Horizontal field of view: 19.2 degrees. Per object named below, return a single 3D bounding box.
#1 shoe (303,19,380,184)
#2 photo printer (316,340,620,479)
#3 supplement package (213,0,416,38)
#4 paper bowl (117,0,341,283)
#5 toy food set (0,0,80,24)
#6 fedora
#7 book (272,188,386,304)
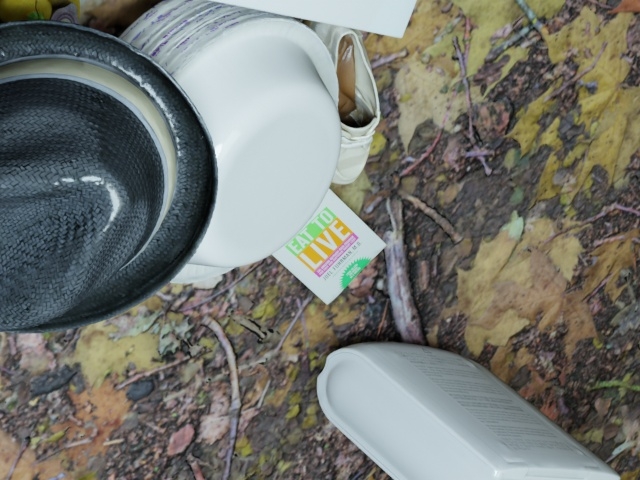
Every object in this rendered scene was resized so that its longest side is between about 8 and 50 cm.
[{"bbox_3d":[0.021,-0.142,1.968,0.076,0.058,0.219,-27,132,-24],"label":"shoe"},{"bbox_3d":[0.156,0.220,2.142,0.256,0.307,0.107,10,112,-47],"label":"photo printer"},{"bbox_3d":[-0.041,-0.324,1.691,0.262,0.198,0.199,6,113,-42],"label":"supplement package"},{"bbox_3d":[-0.093,-0.089,1.813,0.284,0.148,0.284,-33,141,-31],"label":"paper bowl"},{"bbox_3d":[-0.264,-0.146,1.716,0.128,0.071,0.218,-14,126,-33],"label":"toy food set"},{"bbox_3d":[-0.256,-0.023,1.641,0.334,0.152,0.334,2,120,3],"label":"fedora"},{"bbox_3d":[0.000,0.000,2.070,0.096,0.035,0.144,-47,138,1],"label":"book"}]
